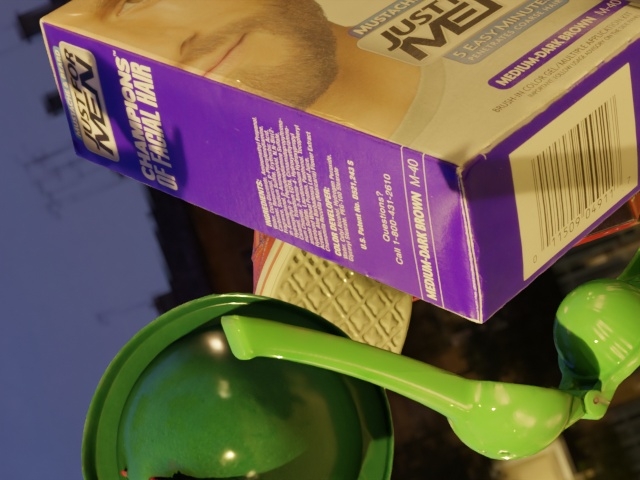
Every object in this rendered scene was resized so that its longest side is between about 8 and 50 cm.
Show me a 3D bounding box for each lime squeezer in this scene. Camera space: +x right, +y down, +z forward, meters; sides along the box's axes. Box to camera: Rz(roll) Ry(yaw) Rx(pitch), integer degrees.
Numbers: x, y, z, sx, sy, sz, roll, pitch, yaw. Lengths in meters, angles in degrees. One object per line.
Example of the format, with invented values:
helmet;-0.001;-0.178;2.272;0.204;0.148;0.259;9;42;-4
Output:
lime squeezer;0.098;0.031;0.756;0.110;0.310;0.059;63;149;5

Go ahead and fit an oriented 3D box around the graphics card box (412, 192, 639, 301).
graphics card box;0.095;-0.150;1.392;0.371;0.233;0.094;69;-162;-4

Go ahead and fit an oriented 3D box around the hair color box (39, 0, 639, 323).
hair color box;0.016;-0.090;0.994;0.339;0.185;0.110;21;135;40

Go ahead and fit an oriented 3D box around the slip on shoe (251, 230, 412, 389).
slip on shoe;0.000;0.000;1.244;0.101;0.123;0.331;-17;64;61

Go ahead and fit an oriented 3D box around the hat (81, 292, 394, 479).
hat;-0.058;0.091;0.852;0.208;0.173;0.183;27;170;22
